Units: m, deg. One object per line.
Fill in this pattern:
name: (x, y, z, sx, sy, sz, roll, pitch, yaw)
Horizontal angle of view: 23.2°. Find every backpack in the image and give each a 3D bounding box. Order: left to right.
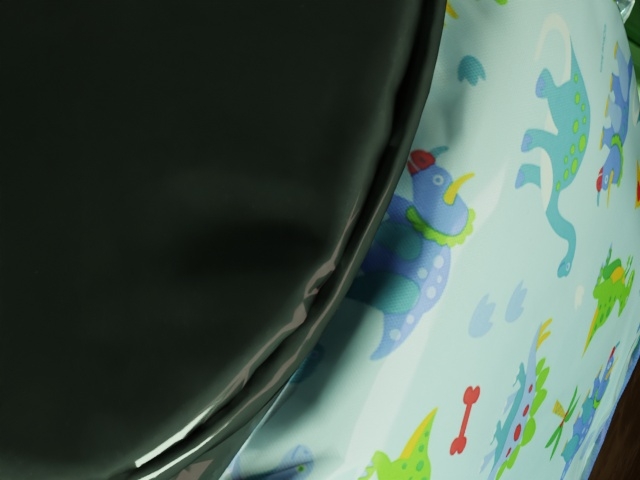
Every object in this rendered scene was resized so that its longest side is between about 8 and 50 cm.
backpack: (0.000, 0.000, 0.589, 0.355, 0.273, 0.290, 83, 26, -74)

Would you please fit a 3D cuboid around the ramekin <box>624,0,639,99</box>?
ramekin: (0.243, -0.212, 0.868, 0.148, 0.303, 0.303, -12, 122, -75)
